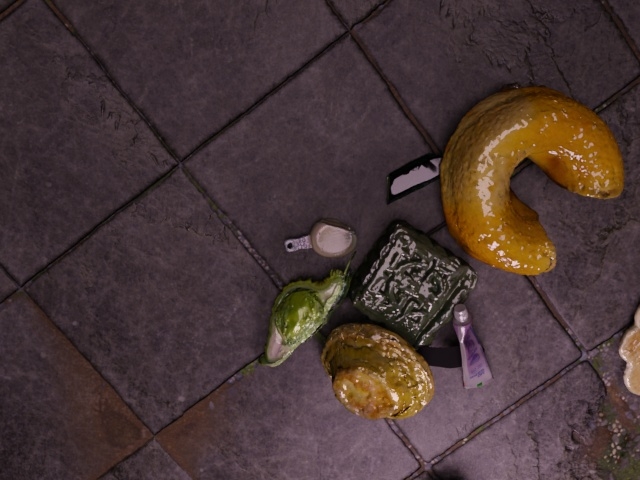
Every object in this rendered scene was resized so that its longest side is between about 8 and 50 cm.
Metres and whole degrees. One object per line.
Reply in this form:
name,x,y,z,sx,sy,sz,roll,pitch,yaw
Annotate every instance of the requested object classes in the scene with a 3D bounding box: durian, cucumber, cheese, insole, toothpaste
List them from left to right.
durian,-0.044,0.167,1.740,0.107,0.132,0.375,30,109,-31
cheese,0.001,-0.007,1.735,0.171,0.047,0.092,8,101,-2
cucumber,0.243,-0.162,1.712,0.220,0.046,0.070,-26,94,3
insole,0.309,0.282,1.769,0.232,0.003,0.080,4,122,-31
toothpaste,0.361,0.262,1.748,0.075,0.048,0.301,-37,131,-19

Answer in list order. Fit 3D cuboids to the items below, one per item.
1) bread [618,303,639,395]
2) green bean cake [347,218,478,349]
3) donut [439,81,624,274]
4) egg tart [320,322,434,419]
bread,0.892,0.271,1.809,0.316,0.054,0.315,0,101,-2
green bean cake,0.218,0.106,1.725,0.255,0.132,0.241,35,96,-9
donut,0.464,-0.137,1.636,0.378,0.163,0.435,36,100,-17
egg tart,0.122,0.328,1.713,0.294,0.123,0.293,15,132,18
